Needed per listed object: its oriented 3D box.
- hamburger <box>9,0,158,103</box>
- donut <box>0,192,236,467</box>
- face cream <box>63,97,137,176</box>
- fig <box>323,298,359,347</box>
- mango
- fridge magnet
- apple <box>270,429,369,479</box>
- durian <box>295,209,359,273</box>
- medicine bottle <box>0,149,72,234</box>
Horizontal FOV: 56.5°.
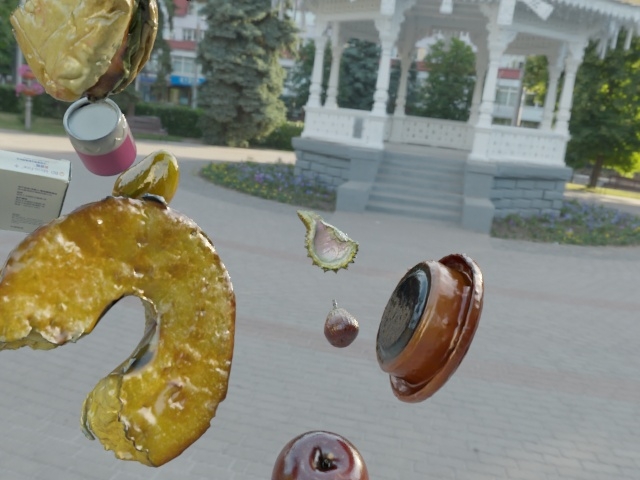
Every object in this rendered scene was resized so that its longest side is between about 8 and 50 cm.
[{"bbox_3d":[-0.420,-0.356,1.087,0.330,0.208,0.162,-13,0,31],"label":"hamburger"},{"bbox_3d":[-0.332,0.136,1.017,0.164,0.435,0.377,-7,34,47],"label":"donut"},{"bbox_3d":[-0.666,-0.315,1.813,0.175,0.175,0.195,7,-27,2],"label":"face cream"},{"bbox_3d":[0.050,0.258,1.861,0.119,0.119,0.153,-10,60,-54],"label":"fig"},{"bbox_3d":[-0.362,-0.110,1.249,0.178,0.115,0.090,-29,-10,20],"label":"mango"},{"bbox_3d":[0.242,0.191,1.356,0.155,0.363,0.363,25,9,-10],"label":"fridge magnet"},{"bbox_3d":[-0.001,0.533,1.300,0.218,0.201,0.218,13,29,-8],"label":"apple"},{"bbox_3d":[0.002,-0.005,1.692,0.224,0.140,0.078,50,-6,-11],"label":"durian"},{"bbox_3d":[-0.549,-0.081,1.027,0.201,0.171,0.052,8,50,-28],"label":"medicine bottle"}]
